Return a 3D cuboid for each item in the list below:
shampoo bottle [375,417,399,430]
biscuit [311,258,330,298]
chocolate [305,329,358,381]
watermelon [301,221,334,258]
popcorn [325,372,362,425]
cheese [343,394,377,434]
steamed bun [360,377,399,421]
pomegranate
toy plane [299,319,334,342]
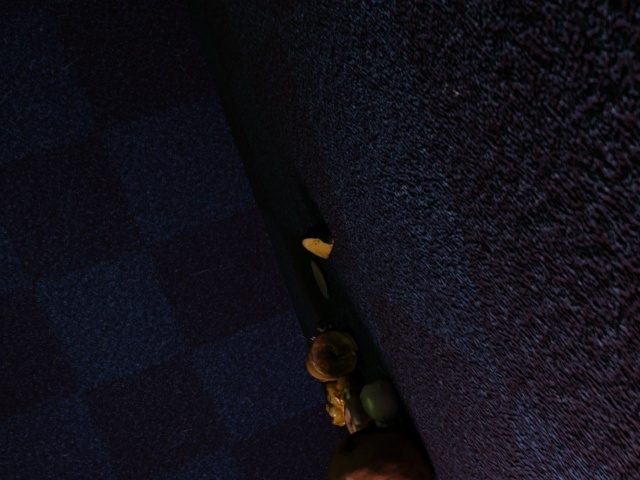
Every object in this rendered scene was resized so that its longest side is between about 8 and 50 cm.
[{"bbox_3d":[0.212,0.598,1.749,0.065,0.065,0.204,-135,26,-68],"label":"shampoo bottle"},{"bbox_3d":[0.002,0.134,2.054,0.152,0.020,0.152,158,90,-80],"label":"biscuit"},{"bbox_3d":[0.029,0.415,2.069,0.445,0.162,0.162,109,140,-73],"label":"chocolate"},{"bbox_3d":[0.001,-0.010,1.726,0.092,0.075,0.181,23,164,4],"label":"watermelon"},{"bbox_3d":[0.088,0.561,2.090,0.197,0.156,0.197,-19,-90,-87],"label":"popcorn"},{"bbox_3d":[0.157,0.604,1.878,0.218,0.117,0.235,-128,20,-65],"label":"cheese"},{"bbox_3d":[0.160,0.440,1.615,0.130,0.091,0.112,121,126,-77],"label":"steamed bun"},{"bbox_3d":[0.155,0.635,1.529,0.322,0.322,0.322,159,90,-80],"label":"pomegranate"},{"bbox_3d":[0.025,0.374,2.312,0.182,0.107,0.273,20,174,17],"label":"toy plane"}]
